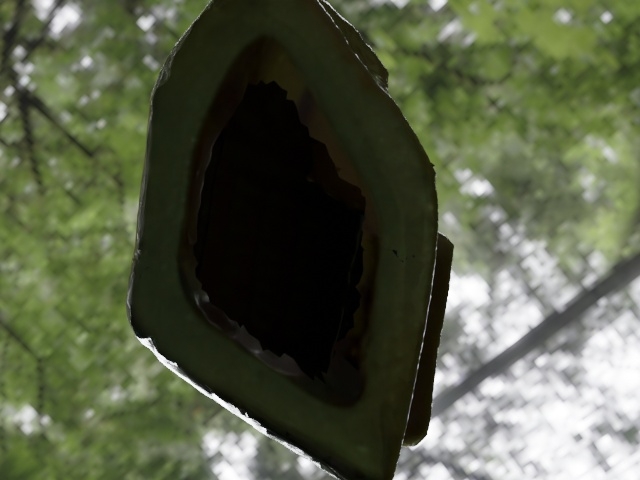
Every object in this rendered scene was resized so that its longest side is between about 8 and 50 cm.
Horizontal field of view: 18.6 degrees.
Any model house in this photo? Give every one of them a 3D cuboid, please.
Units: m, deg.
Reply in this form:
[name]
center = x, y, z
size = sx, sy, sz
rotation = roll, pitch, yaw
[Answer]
[model house]
center = 0.007, -0.009, 1.127
size = 0.173, 0.268, 0.239
rotation = 11, -179, 16
